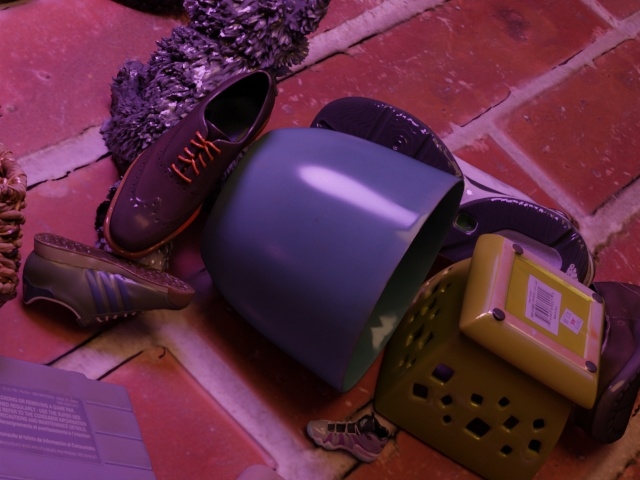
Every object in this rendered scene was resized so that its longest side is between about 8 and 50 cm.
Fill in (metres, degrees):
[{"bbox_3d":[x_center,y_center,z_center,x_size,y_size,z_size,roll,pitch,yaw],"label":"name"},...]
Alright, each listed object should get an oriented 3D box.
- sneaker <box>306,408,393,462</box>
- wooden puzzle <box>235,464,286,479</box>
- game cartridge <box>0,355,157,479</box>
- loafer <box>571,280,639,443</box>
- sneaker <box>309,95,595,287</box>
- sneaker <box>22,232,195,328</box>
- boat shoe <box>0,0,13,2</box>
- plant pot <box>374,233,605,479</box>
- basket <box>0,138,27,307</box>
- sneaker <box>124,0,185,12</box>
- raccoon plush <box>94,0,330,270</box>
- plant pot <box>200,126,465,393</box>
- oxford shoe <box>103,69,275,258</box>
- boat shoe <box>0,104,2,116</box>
[{"bbox_3d":[0.039,0.219,1.810,0.098,0.069,0.038,21,39,-22],"label":"sneaker"},{"bbox_3d":[-0.026,0.369,1.623,0.239,0.044,0.221,34,37,3],"label":"wooden puzzle"},{"bbox_3d":[-0.304,0.211,1.486,0.355,0.068,0.230,20,33,-46],"label":"game cartridge"},{"bbox_3d":[0.387,0.161,2.140,0.130,0.133,0.366,18,24,12],"label":"loafer"},{"bbox_3d":[0.191,-0.039,2.190,0.447,0.169,0.257,33,5,18],"label":"sneaker"},{"bbox_3d":[-0.245,0.060,1.737,0.192,0.086,0.064,20,11,-19],"label":"sneaker"},{"bbox_3d":[-0.432,-0.345,2.038,0.153,0.056,0.048,-23,71,-42],"label":"boat shoe"},{"bbox_3d":[0.227,0.139,1.940,0.227,0.207,0.228,32,38,-9],"label":"plant pot"},{"bbox_3d":[-0.442,-0.058,1.516,0.299,0.213,0.223,12,73,-26],"label":"basket"},{"bbox_3d":[-0.293,-0.441,2.191,0.344,0.134,0.146,21,39,-21],"label":"sneaker"},{"bbox_3d":[-0.115,-0.158,1.894,0.216,0.299,0.446,20,40,-23],"label":"raccoon plush"},{"bbox_3d":[0.000,0.000,1.851,0.235,0.293,0.293,29,35,11],"label":"plant pot"},{"bbox_3d":[-0.151,-0.096,1.764,0.097,0.098,0.271,38,72,-2],"label":"oxford shoe"},{"bbox_3d":[-0.436,-0.151,1.785,0.120,0.122,0.324,29,45,-21],"label":"boat shoe"}]
